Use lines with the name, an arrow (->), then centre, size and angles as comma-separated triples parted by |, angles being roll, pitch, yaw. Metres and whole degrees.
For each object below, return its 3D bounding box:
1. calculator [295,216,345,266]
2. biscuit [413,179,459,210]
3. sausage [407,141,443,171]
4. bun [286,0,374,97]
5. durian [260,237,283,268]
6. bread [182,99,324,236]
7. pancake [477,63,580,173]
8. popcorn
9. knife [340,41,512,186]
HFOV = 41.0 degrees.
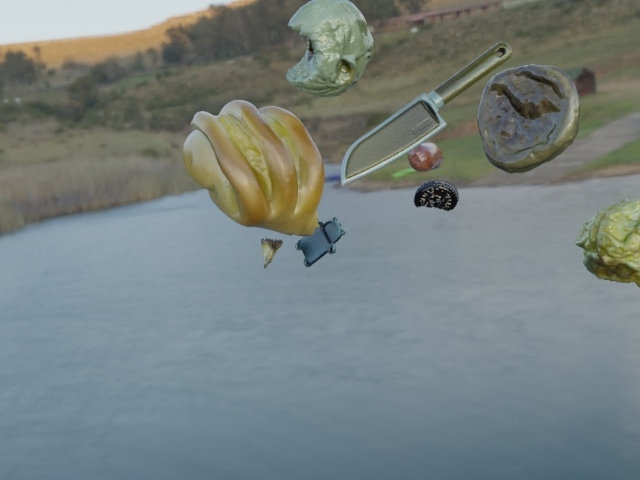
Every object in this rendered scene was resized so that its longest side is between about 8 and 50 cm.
calculator -> 0.000, 0.000, 2.021 | 0.141, 0.094, 0.019 | -39, -22, 29
biscuit -> 0.236, -0.088, 1.753 | 0.089, 0.087, 0.027 | -40, 26, 32
sausage -> 0.275, -0.216, 2.221 | 0.077, 0.077, 0.194 | -5, 7, 22
bun -> 0.020, -0.390, 1.776 | 0.204, 0.212, 0.126 | -37, 45, -5
durian -> -0.115, 0.028, 2.057 | 0.052, 0.066, 0.130 | -6, -15, -14
bread -> -0.136, -0.168, 1.741 | 0.270, 0.211, 0.316 | 15, 26, -41
pancake -> 0.510, -0.306, 2.132 | 0.294, 0.294, 0.049 | 0, -4, 44
popcorn -> 0.660, 0.013, 1.867 | 0.167, 0.185, 0.187 | -30, 32, -4
knife -> 0.160, -0.187, 1.265 | 0.343, 0.061, 0.027 | -35, -8, -12
